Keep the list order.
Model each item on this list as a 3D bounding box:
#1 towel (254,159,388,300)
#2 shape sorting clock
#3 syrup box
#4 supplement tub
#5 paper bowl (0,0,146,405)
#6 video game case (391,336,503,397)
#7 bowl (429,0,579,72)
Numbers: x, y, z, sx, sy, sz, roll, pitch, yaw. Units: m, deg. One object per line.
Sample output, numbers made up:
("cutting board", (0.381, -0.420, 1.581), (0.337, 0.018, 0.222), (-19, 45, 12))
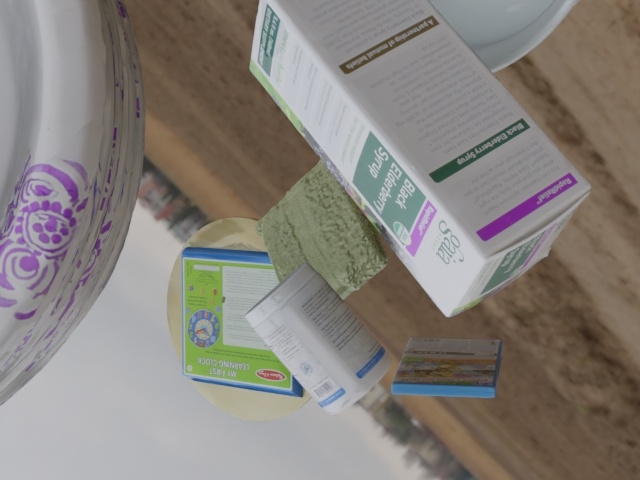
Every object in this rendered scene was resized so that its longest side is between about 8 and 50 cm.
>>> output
("towel", (0.000, 0.000, 1.039), (0.027, 0.110, 0.148), (28, -155, -43))
("shape sorting clock", (-0.072, 0.078, 1.139), (0.206, 0.206, 0.040), (42, -155, 25))
("syrup box", (0.059, -0.077, 0.759), (0.237, 0.096, 0.093), (53, 158, 17))
("supplement tub", (-0.001, 0.078, 0.912), (0.107, 0.071, 0.071), (50, 176, -2))
("paper bowl", (-0.212, -0.047, 0.454), (0.284, 0.284, 0.148), (44, 179, 3))
("video game case", (0.156, 0.150, 1.378), (0.119, 0.015, 0.166), (1, -166, 12))
("bowl", (0.117, -0.272, 0.859), (0.298, 0.298, 0.134), (42, -145, 26))
